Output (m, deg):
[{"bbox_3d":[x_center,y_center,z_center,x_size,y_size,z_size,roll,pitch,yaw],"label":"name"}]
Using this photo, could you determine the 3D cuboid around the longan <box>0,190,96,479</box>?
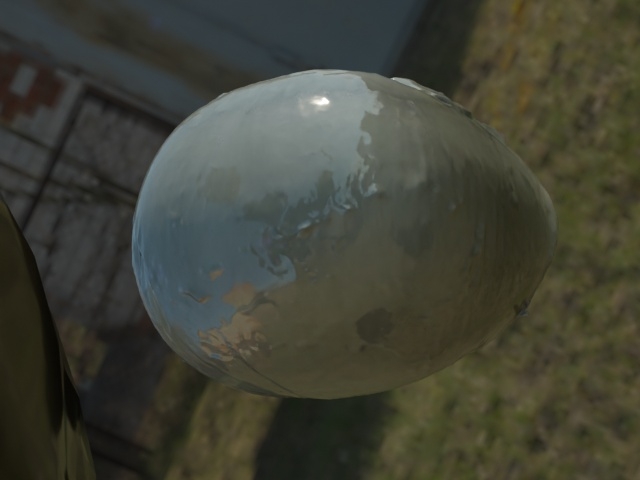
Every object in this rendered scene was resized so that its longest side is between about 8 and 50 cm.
[{"bbox_3d":[-0.213,0.073,0.359,0.361,0.361,0.361,-62,10,19],"label":"longan"}]

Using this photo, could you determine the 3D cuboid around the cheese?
[{"bbox_3d":[0.000,0.000,0.879,0.189,0.198,0.154,33,-127,-60],"label":"cheese"}]
